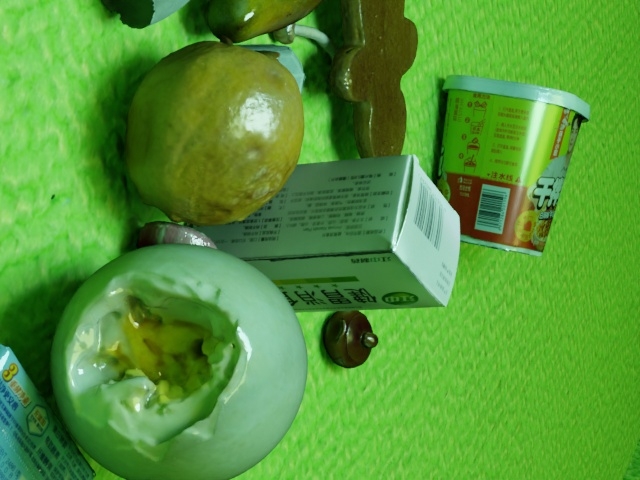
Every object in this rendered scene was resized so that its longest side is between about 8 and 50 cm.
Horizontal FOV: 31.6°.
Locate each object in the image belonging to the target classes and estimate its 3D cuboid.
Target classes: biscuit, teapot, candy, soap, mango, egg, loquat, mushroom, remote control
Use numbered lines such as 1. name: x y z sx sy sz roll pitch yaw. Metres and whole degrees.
1. biscuit: 0.074 -0.313 1.785 0.283 0.064 0.432 -42 134 -53
2. teapot: 0.055 0.160 1.857 0.129 0.078 0.098 39 60 -55
3. candy: -0.178 0.012 1.408 0.103 0.103 0.043 45 55 -53
4. soap: -0.338 0.235 1.185 0.156 0.077 0.293 -59 142 -40
5. mango: -0.064 -0.339 1.527 0.267 0.133 0.111 -43 117 -51
6. egg: -0.154 0.142 1.296 0.336 0.278 0.278 51 46 -81
7. loquat: -0.127 -0.127 1.377 0.238 0.193 0.238 -15 113 -38
8. mushroom: 0.009 -0.282 1.764 0.068 0.043 0.306 -63 149 -1
9. remote control: -0.102 -0.218 1.563 0.247 0.052 0.104 -18 110 -55

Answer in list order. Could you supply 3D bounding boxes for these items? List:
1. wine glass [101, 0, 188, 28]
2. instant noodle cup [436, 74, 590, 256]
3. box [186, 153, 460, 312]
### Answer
1. wine glass: -0.196 -0.430 1.387 0.264 0.096 0.309 51 51 -8
2. instant noodle cup: 0.348 -0.137 2.175 0.294 0.294 0.307 10 93 -60
3. box: -0.002 0.000 1.489 0.173 0.333 0.145 46 48 -49
